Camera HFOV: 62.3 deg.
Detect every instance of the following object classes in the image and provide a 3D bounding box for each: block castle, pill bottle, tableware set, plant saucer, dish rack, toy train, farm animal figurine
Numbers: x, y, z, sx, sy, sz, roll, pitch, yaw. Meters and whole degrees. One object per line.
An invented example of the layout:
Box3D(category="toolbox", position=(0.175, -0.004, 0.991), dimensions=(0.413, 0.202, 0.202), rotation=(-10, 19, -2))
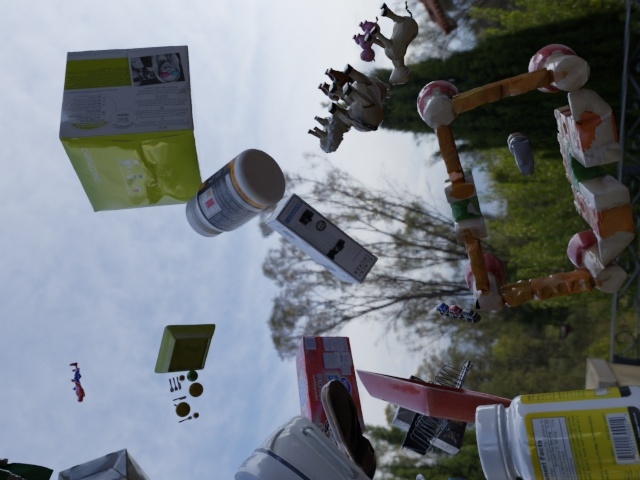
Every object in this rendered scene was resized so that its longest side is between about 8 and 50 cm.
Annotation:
Box3D(category="block castle", position=(0.381, -0.110, 1.005), dimensions=(0.213, 0.302, 0.454), rotation=(-59, -48, -66))
Box3D(category="pill bottle", position=(-0.237, -0.118, 1.431), dimensions=(0.162, 0.278, 0.162), rotation=(26, -129, -37))
Box3D(category="tableware set", position=(-0.433, 0.510, 1.737), dimensions=(0.024, 0.103, 0.154), rotation=(134, 120, -67))
Box3D(category="plant saucer", position=(0.224, 0.284, 0.939), dimensions=(0.259, 0.258, 0.048), rotation=(160, 123, -67))
Box3D(category="dish rack", position=(0.298, 0.417, 1.344), dimensions=(0.208, 0.074, 0.272), rotation=(-57, -14, -36))
Box3D(category="toy train", position=(0.350, 0.185, 1.367), dimensions=(0.027, 0.158, 0.036), rotation=(-48, -70, -16))
Box3D(category="farm animal figurine", position=(0.132, -0.411, 1.401), dimensions=(0.172, 0.330, 0.327), rotation=(26, -120, -22))
Box3D(category="plant saucer", position=(-0.457, 0.381, 1.823), dimensions=(0.188, 0.045, 0.189), rotation=(5, -71, -38))
Box3D(category="pill bottle", position=(0.318, 0.258, 0.690), dimensions=(0.119, 0.208, 0.119), rotation=(42, -139, -54))

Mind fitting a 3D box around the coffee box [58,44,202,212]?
Box3D(category="coffee box", position=(-0.531, -0.319, 1.551), dimensions=(0.338, 0.337, 0.335), rotation=(101, 161, -59))

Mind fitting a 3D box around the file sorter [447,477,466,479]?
Box3D(category="file sorter", position=(0.312, 0.628, 1.163), dimensions=(0.104, 0.118, 0.170), rotation=(30, -95, -59))

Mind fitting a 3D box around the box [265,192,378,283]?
Box3D(category="box", position=(0.000, 0.000, 1.447), dimensions=(0.087, 0.290, 0.169), rotation=(-55, 12, -11))

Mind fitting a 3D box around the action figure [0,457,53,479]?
Box3D(category="action figure", position=(-0.655, 0.477, 1.050), dimensions=(0.232, 0.063, 0.137), rotation=(40, -152, -29))

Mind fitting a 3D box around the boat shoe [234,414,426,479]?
Box3D(category="boat shoe", position=(0.090, 0.322, 0.580), dimensions=(0.156, 0.367, 0.136), rotation=(-40, -26, -41))

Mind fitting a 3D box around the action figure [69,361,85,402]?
Box3D(category="action figure", position=(-0.600, 0.354, 1.306), dimensions=(0.030, 0.115, 0.038), rotation=(-15, -50, -27))

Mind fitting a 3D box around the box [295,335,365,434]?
Box3D(category="box", position=(0.022, 0.443, 1.552), dimensions=(0.142, 0.154, 0.300), rotation=(106, 161, -46))

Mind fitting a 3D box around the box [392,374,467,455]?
Box3D(category="box", position=(0.382, 0.592, 1.810), dimensions=(0.183, 0.231, 0.056), rotation=(-56, -13, -42))

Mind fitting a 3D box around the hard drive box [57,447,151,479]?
Box3D(category="hard drive box", position=(-0.562, 0.680, 1.416), dimensions=(0.089, 0.181, 0.232), rotation=(-116, 12, -49))

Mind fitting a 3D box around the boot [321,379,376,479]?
Box3D(category="boot", position=(0.040, 0.470, 1.296), dimensions=(0.112, 0.115, 0.305), rotation=(-55, -48, -53))
